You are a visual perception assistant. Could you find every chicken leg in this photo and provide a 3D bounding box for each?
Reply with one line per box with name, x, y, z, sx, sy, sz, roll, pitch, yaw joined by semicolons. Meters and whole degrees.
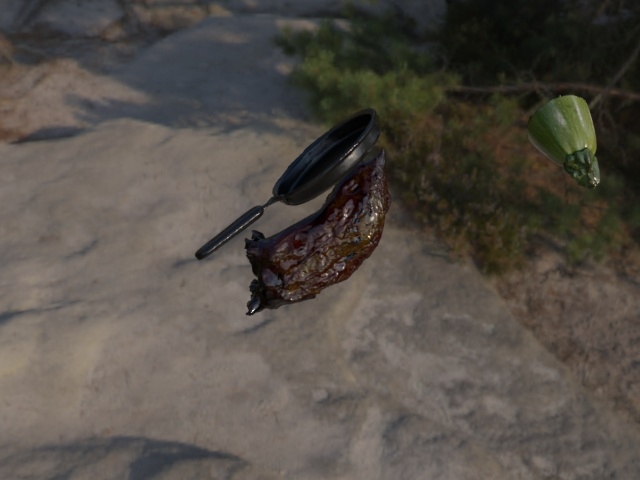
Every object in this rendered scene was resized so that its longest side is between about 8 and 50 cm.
chicken leg;0.000;0.000;0.993;0.233;0.105;0.063;-34;8;5

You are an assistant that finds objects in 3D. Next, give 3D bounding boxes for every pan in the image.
pan;-0.029;-0.051;0.890;0.235;0.028;0.136;-41;16;-13

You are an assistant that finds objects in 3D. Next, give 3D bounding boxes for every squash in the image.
squash;0.381;-0.140;1.339;0.105;0.105;0.132;-5;46;-10
